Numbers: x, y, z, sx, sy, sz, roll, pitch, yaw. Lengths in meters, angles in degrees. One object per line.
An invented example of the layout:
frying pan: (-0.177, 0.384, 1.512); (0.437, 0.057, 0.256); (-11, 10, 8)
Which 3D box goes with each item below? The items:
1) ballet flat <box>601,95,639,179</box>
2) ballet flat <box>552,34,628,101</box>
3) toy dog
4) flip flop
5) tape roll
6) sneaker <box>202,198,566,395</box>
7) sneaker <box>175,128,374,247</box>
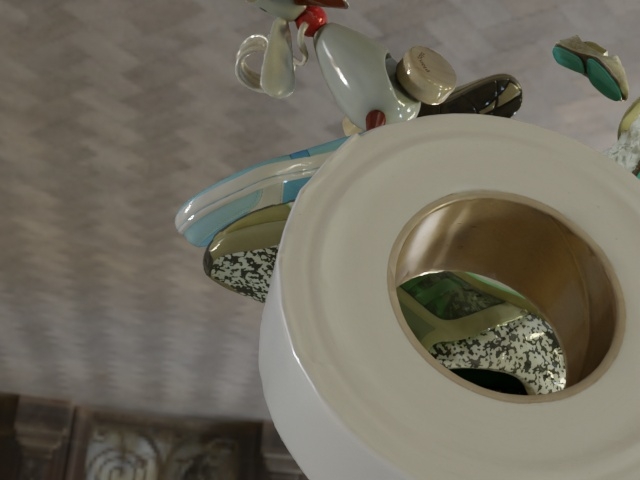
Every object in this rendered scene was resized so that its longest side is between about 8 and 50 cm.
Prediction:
ballet flat: (0.465, -0.173, 1.406); (0.147, 0.147, 0.409); (10, 145, -12)
ballet flat: (0.390, -0.250, 1.511); (0.052, 0.168, 0.057); (-28, 132, -9)
toy dog: (0.010, -0.235, 1.441); (0.334, 0.161, 0.220); (23, 123, 10)
flip flop: (0.214, -0.232, 1.883); (0.277, 0.080, 0.112); (-17, 124, 9)
tape roll: (0.104, 0.055, 0.687); (0.286, 0.286, 0.100); (7, 146, -6)
sneaker: (0.076, 0.086, 1.050); (0.411, 0.182, 0.158); (15, 140, 1)
sneaker: (0.000, 0.000, 1.286); (0.319, 0.208, 0.127); (-18, 173, -1)
